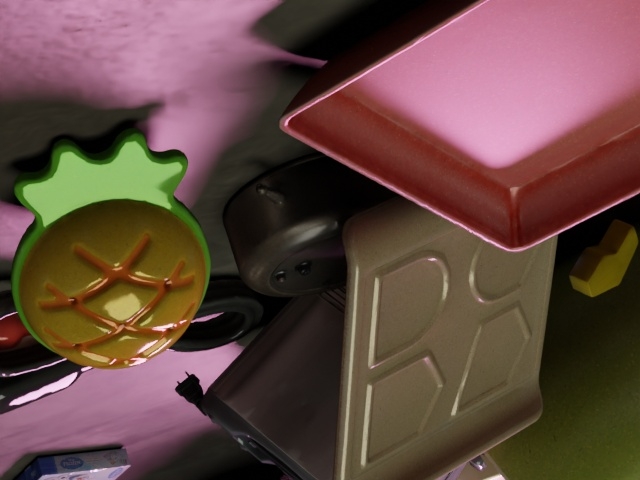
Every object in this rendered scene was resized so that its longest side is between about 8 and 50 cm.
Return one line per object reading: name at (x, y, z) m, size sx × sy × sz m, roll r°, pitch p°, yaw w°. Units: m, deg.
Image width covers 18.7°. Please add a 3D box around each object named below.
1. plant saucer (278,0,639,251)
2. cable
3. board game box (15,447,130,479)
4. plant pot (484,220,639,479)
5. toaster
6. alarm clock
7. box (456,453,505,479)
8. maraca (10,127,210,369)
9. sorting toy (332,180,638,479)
plant saucer at (0.146, -0.100, 1.183) m, size 0.258 × 0.048 × 0.259 m, roll -28°, pitch 145°, yaw 30°
cable at (-0.171, 0.055, 1.392) m, size 0.287 × 0.072 × 0.139 m, roll -21°, pitch 145°, yaw -29°
board game box at (-0.229, 0.215, 1.741) m, size 0.090 × 0.020 × 0.090 m, roll -1°, pitch 153°, yaw -36°
plant pot at (0.292, 0.088, 1.589) m, size 0.293 × 0.275 × 0.275 m, roll -44°, pitch 152°, yaw 16°
toaster at (0.017, 0.129, 1.489) m, size 0.146 × 0.227 × 0.129 m, roll -50°, pitch 159°, yaw -8°
alarm clock at (0.000, 0.000, 1.355) m, size 0.129 × 0.064 × 0.192 m, roll -14°, pitch 161°, yaw -13°
box at (0.208, 0.181, 1.885) m, size 0.243 × 0.117 × 0.213 m, roll -21°, pitch 158°, yaw 9°
maraca at (-0.132, 0.007, 1.218) m, size 0.127 × 0.099 × 0.186 m, roll -12°, pitch 133°, yaw -13°
sorting toy at (0.119, 0.041, 1.381) m, size 0.307 × 0.041 × 0.229 m, roll -25°, pitch 127°, yaw -38°
